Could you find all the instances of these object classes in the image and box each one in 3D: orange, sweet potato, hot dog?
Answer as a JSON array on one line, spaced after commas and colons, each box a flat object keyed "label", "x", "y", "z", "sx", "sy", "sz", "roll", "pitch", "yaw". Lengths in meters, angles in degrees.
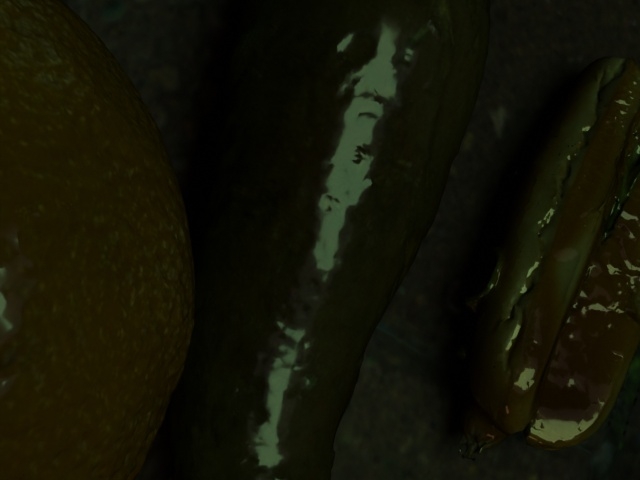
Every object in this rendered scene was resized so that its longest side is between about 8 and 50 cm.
[{"label": "orange", "x": -0.174, "y": 0.004, "z": 0.476, "sx": 0.264, "sy": 0.264, "sz": 0.264, "roll": 2, "pitch": 85, "yaw": -30}, {"label": "sweet potato", "x": -0.005, "y": 0.001, "z": 0.634, "sx": 0.130, "sy": 0.130, "sz": 0.423, "roll": 19, "pitch": 78, "yaw": -27}, {"label": "hot dog", "x": 0.147, "y": 0.006, "z": 0.754, "sx": 0.109, "sy": 0.072, "sz": 0.270, "roll": 38, "pitch": 68, "yaw": -20}]
